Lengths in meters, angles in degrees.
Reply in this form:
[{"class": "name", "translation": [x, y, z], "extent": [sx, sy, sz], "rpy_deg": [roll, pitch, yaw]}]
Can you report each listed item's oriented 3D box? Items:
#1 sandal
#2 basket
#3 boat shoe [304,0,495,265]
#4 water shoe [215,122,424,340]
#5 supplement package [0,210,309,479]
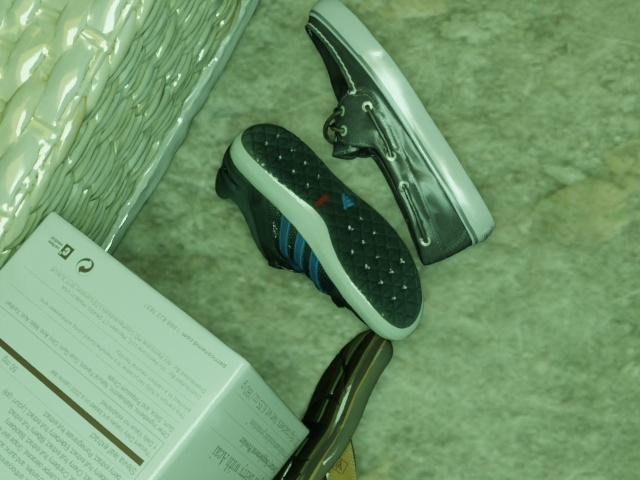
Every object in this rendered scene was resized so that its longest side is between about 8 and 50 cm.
[{"class": "sandal", "translation": [0.002, 0.170, 0.942], "extent": [0.060, 0.090, 0.219], "rpy_deg": [34, 77, -16]}, {"class": "basket", "translation": [-0.263, -0.160, 0.896], "extent": [0.328, 0.266, 0.331], "rpy_deg": [29, 86, 5]}, {"class": "boat shoe", "translation": [0.044, -0.082, 0.970], "extent": [0.076, 0.080, 0.228], "rpy_deg": [-34, 90, -4]}, {"class": "water shoe", "translation": [0.000, 0.000, 0.962], "extent": [0.073, 0.080, 0.203], "rpy_deg": [-30, 78, -39]}, {"class": "supplement package", "translation": [-0.176, 0.167, 0.788], "extent": [0.175, 0.177, 0.293], "rpy_deg": [35, 79, 22]}]
